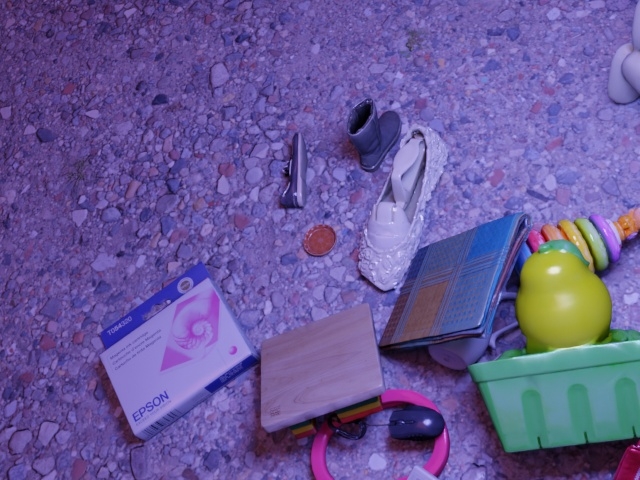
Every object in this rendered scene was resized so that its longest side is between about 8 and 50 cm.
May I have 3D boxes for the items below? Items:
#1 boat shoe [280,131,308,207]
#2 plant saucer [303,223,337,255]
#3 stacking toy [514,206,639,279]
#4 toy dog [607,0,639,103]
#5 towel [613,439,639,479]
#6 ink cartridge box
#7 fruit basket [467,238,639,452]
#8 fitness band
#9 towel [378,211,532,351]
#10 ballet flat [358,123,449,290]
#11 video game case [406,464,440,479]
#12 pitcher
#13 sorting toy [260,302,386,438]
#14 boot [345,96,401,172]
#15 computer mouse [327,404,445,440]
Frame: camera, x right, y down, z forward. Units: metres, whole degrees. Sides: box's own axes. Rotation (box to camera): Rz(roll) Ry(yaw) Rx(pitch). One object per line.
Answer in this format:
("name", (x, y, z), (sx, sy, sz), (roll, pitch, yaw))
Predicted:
("boat shoe", (-0.070, -0.178, 1.970), (0.064, 0.075, 0.206), (-6, 67, 14))
("plant saucer", (0.000, 0.000, 1.887), (0.083, 0.013, 0.084), (-8, 61, 15))
("stacking toy", (0.540, 0.008, 1.593), (0.301, 0.175, 0.166), (-24, 56, 6))
("toy dog", (0.814, -0.334, 1.557), (0.284, 0.395, 0.408), (-24, 49, -4))
("towel", (0.617, 0.477, 1.322), (0.274, 0.199, 0.031), (30, 37, 28))
("ink cartridge box", (-0.354, 0.242, 1.858), (0.324, 0.071, 0.330), (-36, 59, 0))
("fruit basket", (0.456, 0.191, 1.459), (0.391, 0.283, 0.392), (-4, 77, 16))
("fitness band", (0.119, 0.419, 1.606), (0.290, 0.054, 0.209), (-18, 62, 11))
("towel", (0.260, 0.092, 1.578), (0.040, 0.370, 0.271), (33, 66, -15))
("ballet flat", (0.174, -0.092, 1.803), (0.147, 0.147, 0.409), (12, 69, 25))
("video game case", (0.222, 0.570, 1.468), (0.227, 0.026, 0.206), (29, 93, 29))
("pitcher", (0.326, 0.169, 1.627), (0.177, 0.125, 0.207), (24, 62, 14))
("sorting toy", (0.010, 0.281, 1.648), (0.257, 0.089, 0.255), (-21, 33, 10))
("boot", (0.125, -0.277, 1.871), (0.076, 0.208, 0.190), (13, 69, 25))
("computer mouse", (0.127, 0.364, 1.574), (0.242, 0.041, 0.071), (-5, 66, 17))
